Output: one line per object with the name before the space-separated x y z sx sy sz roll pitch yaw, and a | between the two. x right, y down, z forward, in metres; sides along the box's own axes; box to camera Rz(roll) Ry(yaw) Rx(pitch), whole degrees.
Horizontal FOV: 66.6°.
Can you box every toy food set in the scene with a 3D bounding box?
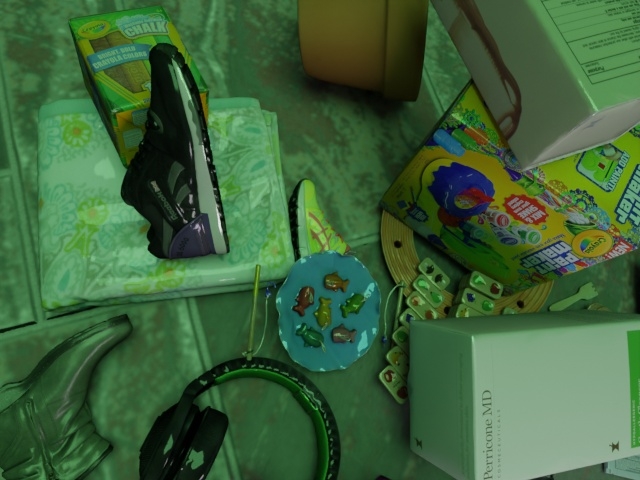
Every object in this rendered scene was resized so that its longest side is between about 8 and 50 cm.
toy food set | 0.499 0.177 0.863 0.132 0.038 0.192 -22 78 -18

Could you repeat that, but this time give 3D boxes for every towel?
towel | -0.236 -0.070 0.764 0.375 0.090 0.320 -6 73 -13

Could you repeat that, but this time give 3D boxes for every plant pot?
plant pot | 0.074 -0.392 0.852 0.204 0.291 0.290 2 71 7

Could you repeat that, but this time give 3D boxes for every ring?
ring | 0.265 0.003 0.877 0.337 0.032 0.336 3 72 -10

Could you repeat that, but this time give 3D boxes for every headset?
headset | -0.154 0.333 0.646 0.394 0.185 0.243 -33 77 -35

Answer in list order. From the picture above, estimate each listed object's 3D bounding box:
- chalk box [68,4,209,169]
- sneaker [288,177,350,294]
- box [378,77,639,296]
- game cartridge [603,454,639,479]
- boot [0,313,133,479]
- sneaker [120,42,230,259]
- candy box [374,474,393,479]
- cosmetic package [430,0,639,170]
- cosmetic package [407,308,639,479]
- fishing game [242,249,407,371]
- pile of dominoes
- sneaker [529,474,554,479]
chalk box | -0.263 -0.238 0.698 0.132 0.132 0.213 -24 73 -23
sneaker | 0.000 0.000 0.799 0.094 0.081 0.208 -7 85 -14
box | 0.284 -0.090 0.739 0.279 0.290 0.177 36 69 2
game cartridge | 0.513 0.368 0.816 0.083 0.017 0.056 16 73 -6
boot | -0.329 0.227 0.660 0.246 0.083 0.161 -38 90 -15
sneaker | -0.197 -0.092 0.610 0.124 0.283 0.107 -10 31 -9
candy box | 0.075 0.386 0.600 0.159 0.233 0.071 -35 82 -20
cosmetic package | 0.255 -0.250 0.562 0.153 0.129 0.296 -17 75 -17
cosmetic package | 0.320 0.208 0.709 0.366 0.155 0.197 -1 88 -23
fishing game | 0.021 0.106 0.735 0.264 0.041 0.189 12 83 -26
pile of dominoes | 0.213 0.167 0.774 0.196 0.040 0.251 27 70 -5
sneaker | 0.231 0.382 0.691 0.269 0.101 0.153 0 88 -18
